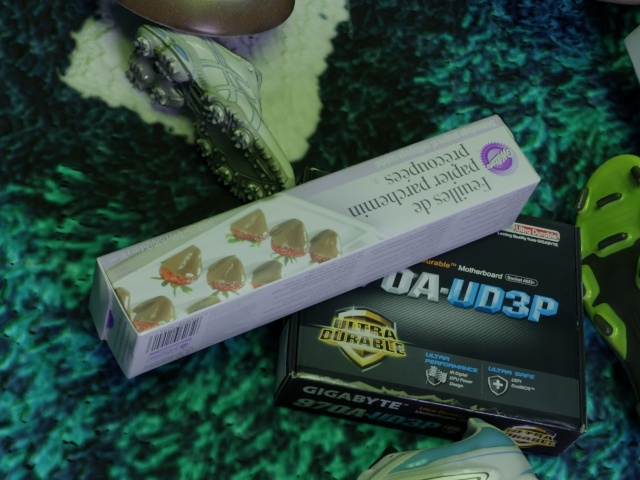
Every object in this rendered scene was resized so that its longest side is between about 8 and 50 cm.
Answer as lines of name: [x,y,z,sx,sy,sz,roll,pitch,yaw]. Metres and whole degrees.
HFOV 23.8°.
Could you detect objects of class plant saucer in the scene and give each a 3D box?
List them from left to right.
plant saucer: [-0.097,-0.218,1.186,0.168,0.029,0.168,13,37,-10]

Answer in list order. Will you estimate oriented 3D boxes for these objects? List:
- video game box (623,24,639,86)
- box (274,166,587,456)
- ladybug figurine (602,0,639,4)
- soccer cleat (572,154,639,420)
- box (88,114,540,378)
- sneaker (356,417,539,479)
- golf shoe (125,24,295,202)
video game box: [0.355,-0.079,1.252,0.187,0.048,0.205,6,57,-33]
box: [0.081,0.052,1.101,0.220,0.051,0.175,12,57,-11]
ladybug figurine: [0.223,-0.393,1.312,0.161,0.305,0.449,-9,53,22]
soccer cleat: [0.270,0.067,1.153,0.121,0.093,0.289,21,44,-43]
box: [0.000,0.000,1.035,0.324,0.067,0.063,-21,67,-25]
sneaker: [0.033,0.187,0.992,0.237,0.085,0.086,-20,45,-26]
golf shoe: [-0.063,-0.103,1.139,0.086,0.069,0.176,-29,74,-37]
